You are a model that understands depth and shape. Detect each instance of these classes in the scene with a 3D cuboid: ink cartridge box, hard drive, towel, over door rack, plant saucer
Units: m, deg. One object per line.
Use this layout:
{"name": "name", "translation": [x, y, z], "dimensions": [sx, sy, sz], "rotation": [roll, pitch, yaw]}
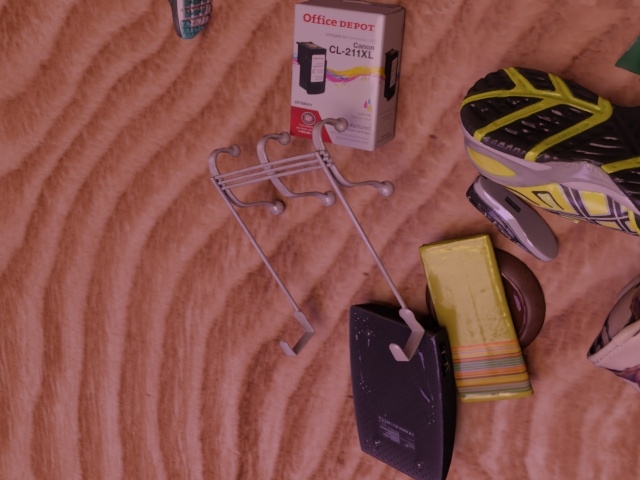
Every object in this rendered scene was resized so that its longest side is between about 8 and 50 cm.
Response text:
{"name": "ink cartridge box", "translation": [0.032, -0.218, 1.060], "dimensions": [0.127, 0.072, 0.175], "rotation": [14, 116, 23]}
{"name": "hard drive", "translation": [0.120, 0.219, 1.175], "dimensions": [0.172, 0.054, 0.255], "rotation": [17, 121, 43]}
{"name": "towel", "translation": [0.210, 0.108, 1.099], "dimensions": [0.102, 0.021, 0.237], "rotation": [-11, 104, 27]}
{"name": "over door rack", "translation": [0.000, 0.000, 1.115], "dimensions": [0.239, 0.108, 0.324], "rotation": [-7, 110, 47]}
{"name": "plant saucer", "translation": [0.219, 0.089, 1.114], "dimensions": [0.168, 0.029, 0.168], "rotation": [10, 113, 25]}

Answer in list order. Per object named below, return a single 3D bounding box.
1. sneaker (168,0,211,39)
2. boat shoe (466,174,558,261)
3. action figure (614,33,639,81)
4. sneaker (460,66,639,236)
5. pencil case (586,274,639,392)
{"name": "sneaker", "translation": [-0.200, -0.365, 1.136], "dimensions": [0.076, 0.065, 0.166], "rotation": [7, 105, 34]}
{"name": "boat shoe", "translation": [0.245, -0.026, 1.047], "dimensions": [0.142, 0.049, 0.040], "rotation": [48, 142, 5]}
{"name": "action figure", "translation": [0.421, -0.260, 0.851], "dimensions": [0.137, 0.063, 0.232], "rotation": [30, 117, 18]}
{"name": "sneaker", "translation": [0.345, -0.075, 0.926], "dimensions": [0.384, 0.145, 0.147], "rotation": [29, 164, 21]}
{"name": "pencil case", "translation": [0.512, 0.182, 0.913], "dimensions": [0.410, 0.183, 0.160], "rotation": [35, 127, 9]}
